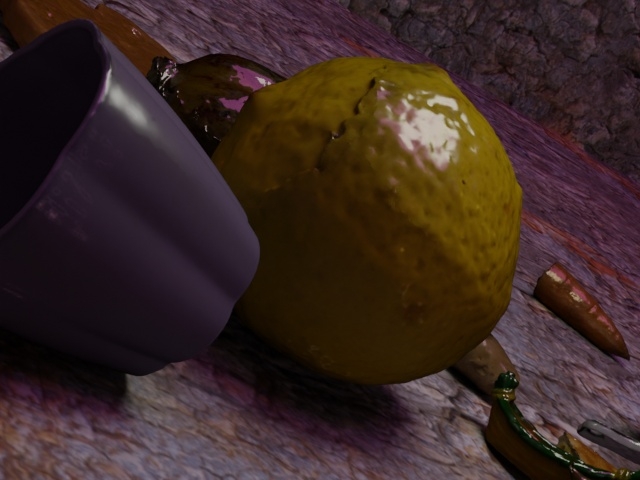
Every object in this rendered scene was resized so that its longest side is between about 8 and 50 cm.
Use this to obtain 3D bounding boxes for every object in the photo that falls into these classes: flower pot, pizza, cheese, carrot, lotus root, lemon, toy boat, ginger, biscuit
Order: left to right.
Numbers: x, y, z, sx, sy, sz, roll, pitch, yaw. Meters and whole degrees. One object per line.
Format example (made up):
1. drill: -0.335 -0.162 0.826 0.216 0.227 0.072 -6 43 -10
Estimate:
1. flower pot: -0.194 -0.020 1.259 0.243 0.265 0.265 38 12 -35
2. biscuit: -0.292 -0.243 1.972 0.351 0.057 0.312 47 19 28
3. lotus root: -0.062 -0.104 1.831 0.397 0.179 0.196 31 30 -24
4. lemon: 0.052 -0.012 1.553 0.387 0.350 0.350 52 11 -19
5. ginger: 0.191 0.133 1.894 0.095 0.069 0.190 14 28 -42
6. toy boat: 0.281 0.245 1.704 0.229 0.088 0.089 37 8 27
7. carrot: 0.447 0.130 2.449 0.205 0.072 0.072 46 18 10
8. pizza: 0.343 0.306 1.767 0.175 0.046 0.134 44 17 26
9. cheese: 0.470 0.306 1.899 0.286 0.082 0.163 26 -21 -2

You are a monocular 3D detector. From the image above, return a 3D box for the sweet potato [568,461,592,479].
1. sweet potato: 0.365 0.357 1.631 0.269 0.075 0.075 40 16 -4
